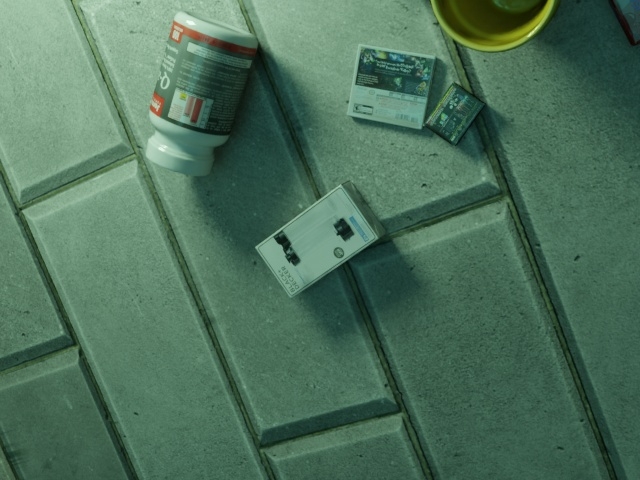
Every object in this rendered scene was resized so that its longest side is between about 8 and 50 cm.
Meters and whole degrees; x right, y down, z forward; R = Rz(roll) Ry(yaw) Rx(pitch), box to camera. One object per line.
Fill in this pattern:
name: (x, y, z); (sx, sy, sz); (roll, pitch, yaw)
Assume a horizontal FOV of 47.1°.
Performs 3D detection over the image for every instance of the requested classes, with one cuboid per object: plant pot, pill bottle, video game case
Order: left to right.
pill bottle: (-0.302, -0.356, 1.807); (0.210, 0.210, 0.363); (24, 108, 12)
video game case: (0.169, -0.367, 1.751); (0.190, 0.022, 0.173); (14, 106, 16)
plant pot: (0.382, -0.533, 1.510); (0.254, 0.239, 0.254); (12, 118, 24)

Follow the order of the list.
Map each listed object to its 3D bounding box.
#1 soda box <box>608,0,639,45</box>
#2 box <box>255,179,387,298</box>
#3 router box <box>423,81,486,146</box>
soda box: (0.629, -0.539, 1.522); (0.083, 0.092, 0.263); (-28, 92, 20)
box: (0.000, 0.000, 1.851); (0.290, 0.087, 0.169); (-34, 90, 22)
router box: (0.312, -0.293, 1.710); (0.092, 0.038, 0.122); (37, 110, 7)
